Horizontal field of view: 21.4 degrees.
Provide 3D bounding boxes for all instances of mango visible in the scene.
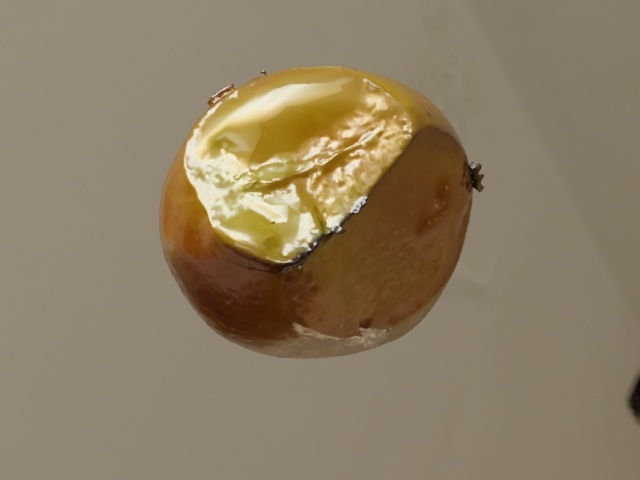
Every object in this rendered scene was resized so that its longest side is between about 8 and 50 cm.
[{"bbox_3d":[0.000,0.000,1.045,0.138,0.187,0.257,54,-12,24],"label":"mango"}]
